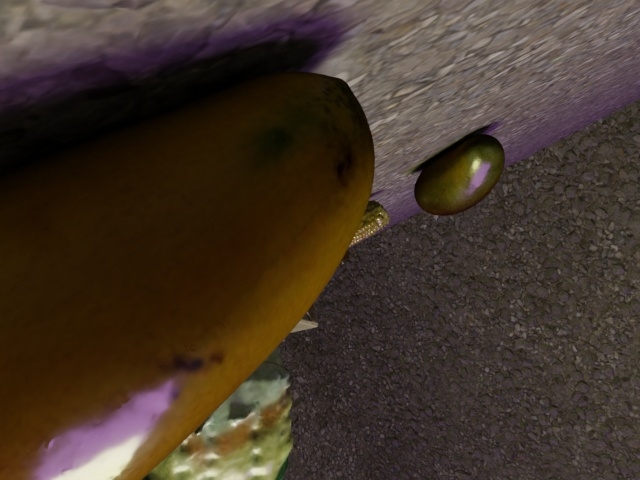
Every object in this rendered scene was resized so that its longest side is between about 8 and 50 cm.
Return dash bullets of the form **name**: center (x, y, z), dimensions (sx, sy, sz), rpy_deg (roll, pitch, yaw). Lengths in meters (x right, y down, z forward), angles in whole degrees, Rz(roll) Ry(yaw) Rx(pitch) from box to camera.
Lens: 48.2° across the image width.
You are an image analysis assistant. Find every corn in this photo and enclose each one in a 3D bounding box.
- **corn**: center (0.000, 0.000, 1.391), dimensions (0.288, 0.086, 0.086), rpy_deg (-26, 177, -12)

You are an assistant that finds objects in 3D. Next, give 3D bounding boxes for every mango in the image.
- **mango**: center (0.243, -0.108, 1.280), dimensions (0.133, 0.111, 0.267), rpy_deg (-12, 168, -16)
- **mango**: center (-0.102, 0.024, 0.397), dimensions (0.317, 0.173, 0.211), rpy_deg (-37, 173, -17)

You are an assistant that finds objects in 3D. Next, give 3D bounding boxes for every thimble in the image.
- **thimble**: center (-0.146, 0.206, 0.827), dimensions (0.167, 0.254, 0.288), rpy_deg (0, 149, -25)

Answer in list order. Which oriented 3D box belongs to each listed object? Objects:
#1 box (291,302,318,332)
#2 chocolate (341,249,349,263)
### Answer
- **box**: center (-0.158, 0.104, 1.020), dimensions (0.204, 0.051, 0.365), rpy_deg (-15, 163, 16)
- **chocolate**: center (-0.032, 0.060, 1.968), dimensions (0.148, 0.093, 0.214), rpy_deg (-30, 175, 37)
